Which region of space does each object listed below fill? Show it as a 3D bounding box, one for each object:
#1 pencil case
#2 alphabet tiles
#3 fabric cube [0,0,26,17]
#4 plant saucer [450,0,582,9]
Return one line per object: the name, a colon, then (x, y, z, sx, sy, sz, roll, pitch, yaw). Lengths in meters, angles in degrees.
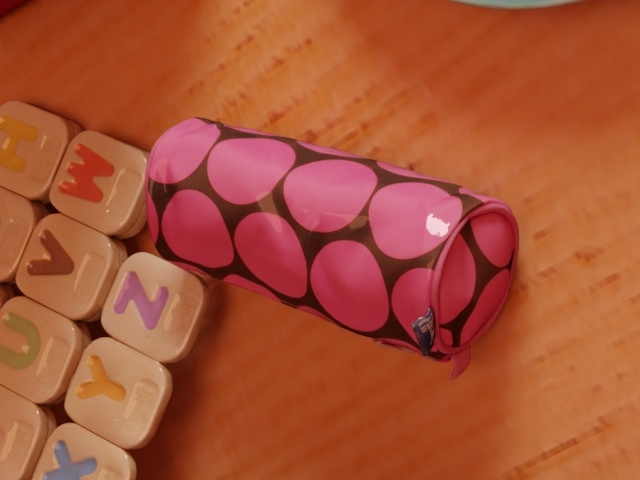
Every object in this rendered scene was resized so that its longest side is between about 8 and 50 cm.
pencil case: (0.000, 0.000, 0.880, 0.209, 0.095, 0.098, 20, 124, 33)
alphabet tiles: (-0.204, 0.057, 1.013, 0.278, 0.021, 0.284, 24, 91, 33)
fabric cube: (-0.252, -0.286, 0.934, 0.258, 0.254, 0.259, -23, 80, 34)
plant saucer: (0.116, -0.276, 0.816, 0.317, 0.044, 0.317, 1, 92, 33)
